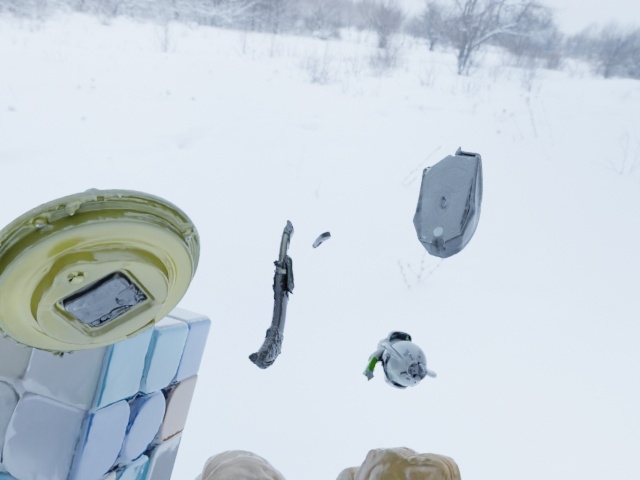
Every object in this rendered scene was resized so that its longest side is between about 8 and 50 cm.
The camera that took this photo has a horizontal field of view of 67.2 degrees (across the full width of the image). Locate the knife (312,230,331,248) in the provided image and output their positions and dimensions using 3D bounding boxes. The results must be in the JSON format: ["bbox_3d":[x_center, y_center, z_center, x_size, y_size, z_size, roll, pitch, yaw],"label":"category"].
[{"bbox_3d":[0.000,0.000,1.411,0.031,0.018,0.121,-12,-13,-22],"label":"knife"}]

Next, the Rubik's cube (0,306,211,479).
[{"bbox_3d":[-0.438,0.258,0.812,0.346,0.347,0.344,15,-3,10],"label":"Rubik's cube"}]

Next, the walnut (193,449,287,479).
[{"bbox_3d":[-0.205,0.734,1.262,0.344,0.306,0.306,48,19,-15],"label":"walnut"}]

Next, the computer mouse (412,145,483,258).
[{"bbox_3d":[0.248,-0.070,0.905,0.126,0.231,0.071,-12,-33,43],"label":"computer mouse"}]

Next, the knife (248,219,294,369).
[{"bbox_3d":[-0.041,0.053,0.530,0.021,0.046,0.222,-18,34,20],"label":"knife"}]

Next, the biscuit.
[{"bbox_3d":[0.132,0.480,0.776,0.051,0.270,0.376,14,-21,-34],"label":"biscuit"}]

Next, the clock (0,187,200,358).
[{"bbox_3d":[-0.234,0.051,0.522,0.237,0.237,0.057,-9,47,-35],"label":"clock"}]

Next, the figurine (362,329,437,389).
[{"bbox_3d":[0.179,0.270,1.075,0.147,0.126,0.192,25,-4,-11],"label":"figurine"}]
